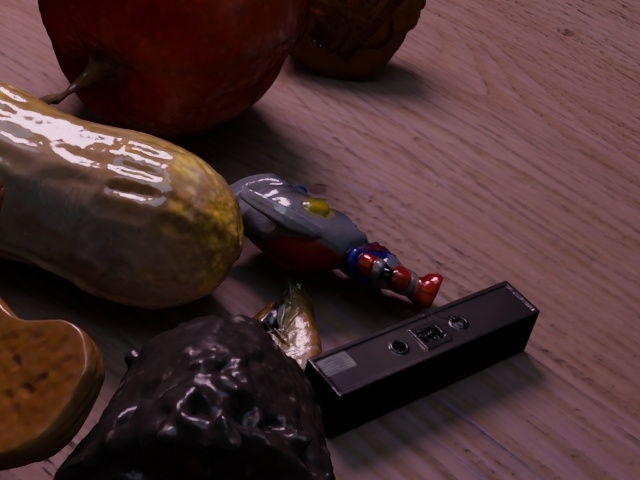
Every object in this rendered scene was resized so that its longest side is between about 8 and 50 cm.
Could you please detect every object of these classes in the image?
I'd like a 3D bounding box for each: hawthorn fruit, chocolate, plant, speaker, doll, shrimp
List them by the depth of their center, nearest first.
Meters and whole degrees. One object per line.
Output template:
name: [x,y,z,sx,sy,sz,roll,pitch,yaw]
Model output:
plant: [-0.064,0.138,0.558,0.142,0.131,0.203,-32,29,14]
speaker: [0.074,0.081,0.747,0.191,0.046,0.040,-17,46,-33]
chocolate: [-0.204,-0.036,0.751,0.309,0.134,0.134,22,39,5]
shrimp: [-0.031,0.063,0.760,0.059,0.023,0.108,-5,40,-8]
doll: [0.000,-0.001,0.801,0.194,0.062,0.104,25,16,1]
hawthorn fruit: [-0.142,-0.184,0.872,0.242,0.242,0.272,23,46,13]

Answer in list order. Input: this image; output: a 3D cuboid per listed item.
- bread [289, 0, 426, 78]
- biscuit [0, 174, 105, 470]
bread: [0.027,-0.232,1.063,0.156,0.125,0.086,-1,31,-1]
biscuit: [-0.265,0.038,0.632,0.216,0.047,0.339,-44,59,-8]
